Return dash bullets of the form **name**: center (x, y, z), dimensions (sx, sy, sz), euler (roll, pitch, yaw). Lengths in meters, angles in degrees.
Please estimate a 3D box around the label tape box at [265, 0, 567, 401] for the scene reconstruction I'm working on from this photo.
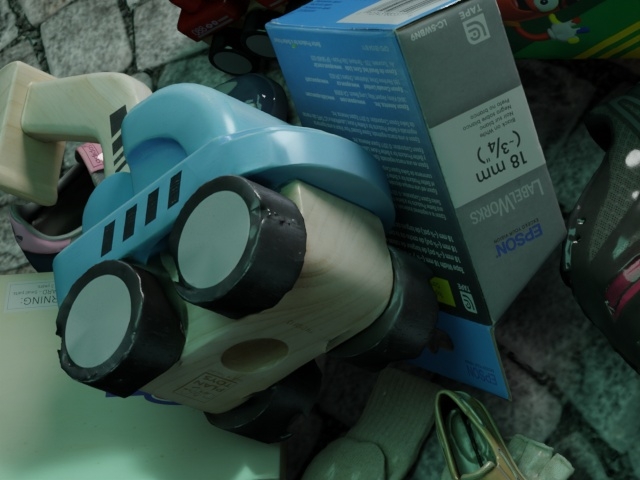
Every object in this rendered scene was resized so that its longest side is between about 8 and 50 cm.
- **label tape box**: center (0.095, -0.051, 1.579), dimensions (0.106, 0.333, 0.240), euler (-27, 19, -21)

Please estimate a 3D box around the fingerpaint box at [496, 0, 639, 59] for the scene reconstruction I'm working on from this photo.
- **fingerpaint box**: center (0.294, -0.358, 1.684), dimensions (0.371, 0.163, 0.445), euler (2, 44, 29)

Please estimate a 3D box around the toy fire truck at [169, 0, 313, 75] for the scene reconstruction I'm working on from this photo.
- **toy fire truck**: center (-0.108, -0.312, 1.862), dimensions (0.217, 0.246, 0.158), euler (-19, 51, 51)

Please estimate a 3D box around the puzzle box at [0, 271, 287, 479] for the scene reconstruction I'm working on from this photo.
- **puzzle box**: center (-0.231, 0.142, 1.694), dimensions (0.409, 0.052, 0.272), euler (-3, 45, 5)

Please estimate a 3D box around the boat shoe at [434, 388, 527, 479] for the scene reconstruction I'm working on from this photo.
- **boat shoe**: center (0.139, 0.208, 1.509), dimensions (0.068, 0.072, 0.190), euler (-34, 59, 6)

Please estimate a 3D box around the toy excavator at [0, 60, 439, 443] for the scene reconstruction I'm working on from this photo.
- **toy excavator**: center (-0.137, -0.042, 1.617), dimensions (0.433, 0.222, 0.445), euler (-33, 51, 32)

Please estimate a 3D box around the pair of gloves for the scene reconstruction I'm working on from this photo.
- **pair of gloves**: center (0.087, 0.231, 1.592), dimensions (0.240, 0.042, 0.204), euler (28, 77, 38)

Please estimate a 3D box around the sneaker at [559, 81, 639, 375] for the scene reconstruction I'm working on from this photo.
- **sneaker**: center (0.307, 0.051, 1.516), dimensions (0.202, 0.185, 0.483), euler (-19, 45, 26)

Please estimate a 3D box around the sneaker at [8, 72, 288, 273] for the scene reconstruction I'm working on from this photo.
- **sneaker**: center (-0.177, -0.075, 1.858), dimensions (0.319, 0.131, 0.112), euler (-41, 50, 0)
